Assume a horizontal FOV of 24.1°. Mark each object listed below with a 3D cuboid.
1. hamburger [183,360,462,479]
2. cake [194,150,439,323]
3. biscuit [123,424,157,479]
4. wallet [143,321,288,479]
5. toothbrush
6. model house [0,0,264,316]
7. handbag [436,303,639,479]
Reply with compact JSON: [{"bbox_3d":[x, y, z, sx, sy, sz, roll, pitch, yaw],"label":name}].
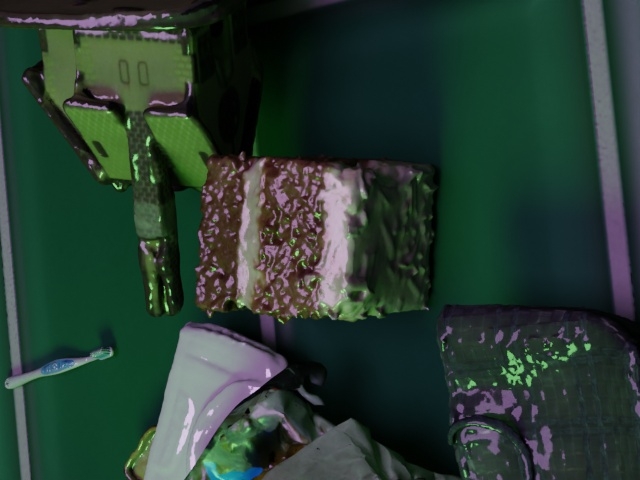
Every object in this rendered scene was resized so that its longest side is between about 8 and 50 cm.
[{"bbox_3d":[-0.009,0.246,1.099,0.276,0.150,0.260,28,101,18],"label":"hamburger"},{"bbox_3d":[0.000,0.000,1.133,0.147,0.135,0.134,9,97,34],"label":"cake"},{"bbox_3d":[-0.050,0.241,1.241,0.187,0.036,0.273,-47,63,31],"label":"biscuit"},{"bbox_3d":[-0.090,0.165,1.229,0.124,0.032,0.182,21,102,36],"label":"wallet"},{"bbox_3d":[-0.249,0.121,1.418,0.162,0.017,0.014,-21,65,42],"label":"toothbrush"},{"bbox_3d":[-0.128,-0.094,1.229,0.205,0.218,0.278,5,118,20],"label":"model house"},{"bbox_3d":[0.168,0.167,1.011,0.175,0.089,0.270,-11,84,33],"label":"handbag"}]
